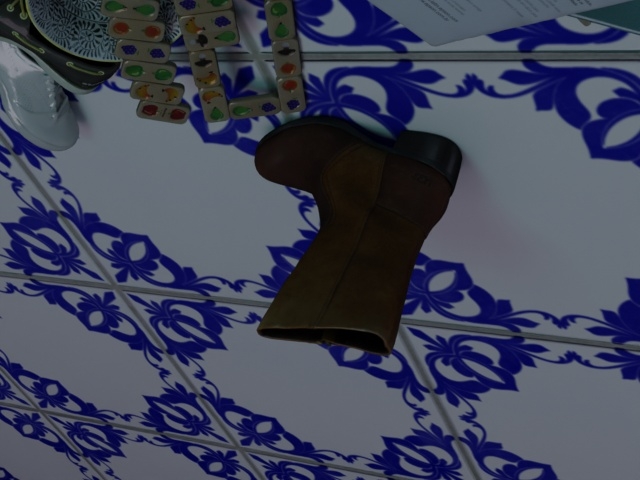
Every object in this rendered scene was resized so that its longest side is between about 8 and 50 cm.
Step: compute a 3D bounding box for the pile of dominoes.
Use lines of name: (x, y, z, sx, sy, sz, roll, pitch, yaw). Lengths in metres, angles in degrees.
pile of dominoes: (-0.120, -0.197, 1.297, 0.196, 0.040, 0.251, -9, 144, 0)

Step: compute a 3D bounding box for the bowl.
bowl: (-0.217, -0.273, 1.277, 0.170, 0.080, 0.170, -5, 144, -3)

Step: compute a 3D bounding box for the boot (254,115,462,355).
boot: (0.000, 0.000, 1.357, 0.264, 0.280, 0.096, 11, 146, 21)

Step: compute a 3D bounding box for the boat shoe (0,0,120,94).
boat shoe: (-0.331, -0.256, 1.410, 0.228, 0.081, 0.069, 35, 145, -28)

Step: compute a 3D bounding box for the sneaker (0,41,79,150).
sneaker: (-0.346, -0.195, 1.519, 0.094, 0.080, 0.212, -8, 135, 26)

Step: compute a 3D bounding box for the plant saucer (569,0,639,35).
plant saucer: (0.302, -0.196, 1.074, 0.192, 0.018, 0.067, 19, 155, 13)

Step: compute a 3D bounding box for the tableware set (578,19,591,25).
tableware set: (0.256, -0.248, 1.061, 0.169, 0.020, 0.141, -8, 136, 41)

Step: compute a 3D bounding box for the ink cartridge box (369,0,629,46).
ink cartridge box: (0.144, -0.260, 0.917, 0.330, 0.071, 0.324, -9, 161, 33)
